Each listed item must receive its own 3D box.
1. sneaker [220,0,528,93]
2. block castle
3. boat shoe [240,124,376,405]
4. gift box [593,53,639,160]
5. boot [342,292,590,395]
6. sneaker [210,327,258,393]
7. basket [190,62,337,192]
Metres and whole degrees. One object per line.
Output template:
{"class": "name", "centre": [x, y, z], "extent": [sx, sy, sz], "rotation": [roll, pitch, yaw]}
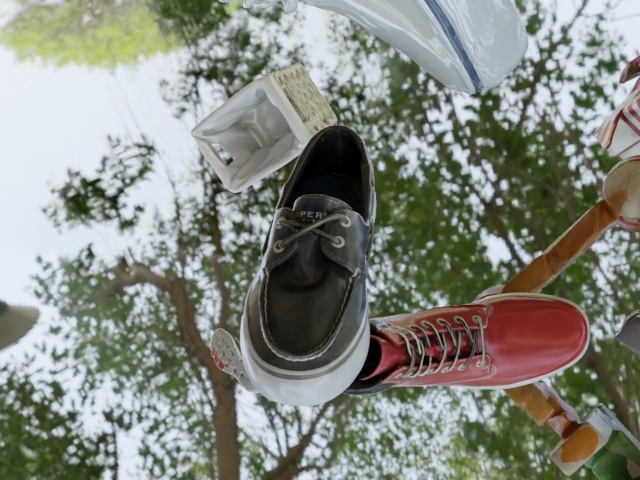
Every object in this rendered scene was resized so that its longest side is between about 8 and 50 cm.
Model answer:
{"class": "sneaker", "centre": [-0.038, -0.126, 0.320], "extent": [0.091, 0.258, 0.094], "rotation": [-51, -164, 7]}
{"class": "block castle", "centre": [0.384, 0.149, 0.891], "extent": [0.303, 0.453, 0.212], "rotation": [-48, 163, 18]}
{"class": "boat shoe", "centre": [0.000, 0.000, 0.548], "extent": [0.080, 0.076, 0.229], "rotation": [5, -144, 11]}
{"class": "gift box", "centre": [0.527, -0.170, 1.133], "extent": [0.276, 0.258, 0.255], "rotation": [-43, 176, -21]}
{"class": "boot", "centre": [0.117, 0.095, 0.769], "extent": [0.244, 0.089, 0.176], "rotation": [-8, 173, 11]}
{"class": "sneaker", "centre": [-0.148, 0.230, 1.663], "extent": [0.158, 0.064, 0.061], "rotation": [47, -70, 26]}
{"class": "basket", "centre": [-0.076, -0.158, 1.216], "extent": [0.167, 0.113, 0.103], "rotation": [-28, -170, 40]}
